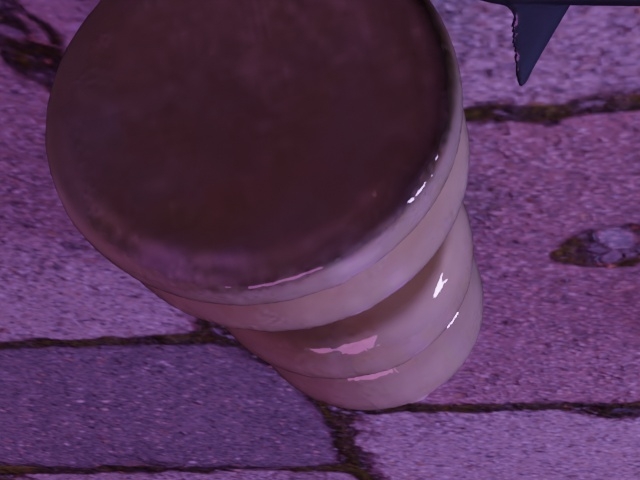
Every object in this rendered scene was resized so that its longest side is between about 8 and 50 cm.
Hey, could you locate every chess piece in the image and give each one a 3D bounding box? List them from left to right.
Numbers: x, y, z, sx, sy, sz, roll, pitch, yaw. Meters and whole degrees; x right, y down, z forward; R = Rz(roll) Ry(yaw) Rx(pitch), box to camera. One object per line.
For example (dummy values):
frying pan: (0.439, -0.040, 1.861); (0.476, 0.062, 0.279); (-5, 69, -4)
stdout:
chess piece: (0.000, 0.000, 0.747); (0.167, 0.167, 0.299); (-1, 157, 13)

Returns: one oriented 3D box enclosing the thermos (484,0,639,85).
thermos: (0.179, -0.126, 0.470); (0.287, 0.145, 0.182); (2, 122, 10)
